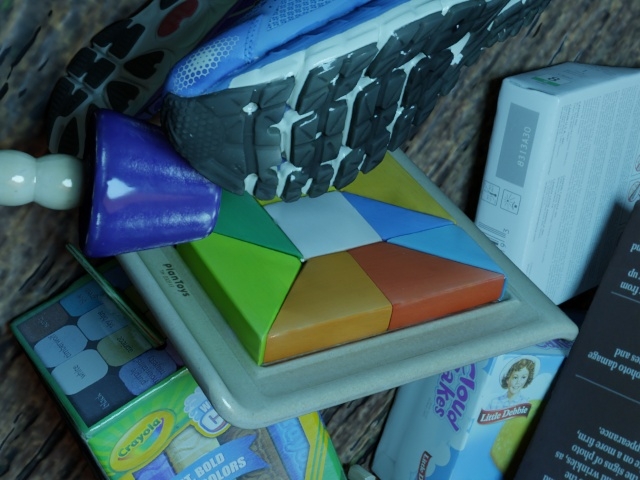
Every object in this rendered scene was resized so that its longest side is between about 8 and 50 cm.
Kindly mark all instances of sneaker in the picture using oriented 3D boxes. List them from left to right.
[{"bbox_3d":[-0.081,-0.096,0.719,0.170,0.068,0.071,-43,136,-7],"label":"sneaker"},{"bbox_3d":[0.022,-0.144,0.692,0.330,0.147,0.130,-41,164,-36],"label":"sneaker"}]

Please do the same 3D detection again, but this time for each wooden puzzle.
[{"bbox_3d":[0.000,0.000,0.721,0.238,0.221,0.044,-9,130,-31],"label":"wooden puzzle"}]

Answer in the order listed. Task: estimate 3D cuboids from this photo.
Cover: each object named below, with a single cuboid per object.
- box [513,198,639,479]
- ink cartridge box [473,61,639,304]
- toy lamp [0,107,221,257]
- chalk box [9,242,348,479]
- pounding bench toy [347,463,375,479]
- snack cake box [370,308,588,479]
[{"bbox_3d":[0.250,0.183,0.880,0.143,0.191,0.381,27,88,-37],"label":"box"},{"bbox_3d":[0.201,-0.047,0.959,0.224,0.056,0.181,-20,126,-47],"label":"ink cartridge box"},{"bbox_3d":[-0.186,-0.035,0.622,0.274,0.080,0.080,4,113,-18],"label":"toy lamp"},{"bbox_3d":[-0.091,0.086,0.768,0.132,0.132,0.213,-31,129,-16],"label":"chalk box"},{"bbox_3d":[0.007,0.214,0.955,0.083,0.052,0.065,-23,126,-22],"label":"pounding bench toy"},{"bbox_3d":[0.185,0.138,1.010,0.264,0.089,0.152,5,112,-36],"label":"snack cake box"}]
